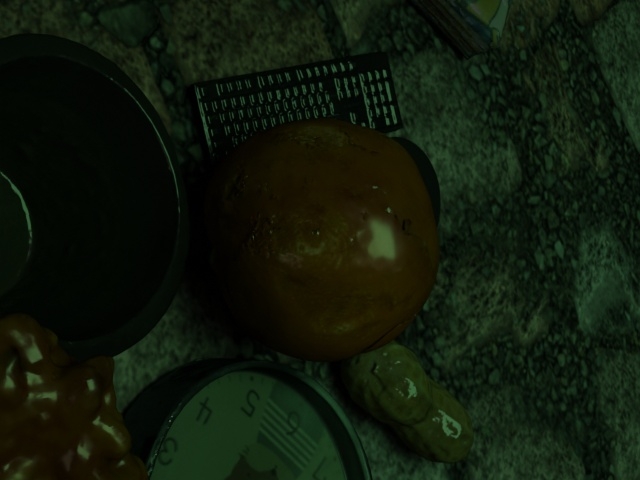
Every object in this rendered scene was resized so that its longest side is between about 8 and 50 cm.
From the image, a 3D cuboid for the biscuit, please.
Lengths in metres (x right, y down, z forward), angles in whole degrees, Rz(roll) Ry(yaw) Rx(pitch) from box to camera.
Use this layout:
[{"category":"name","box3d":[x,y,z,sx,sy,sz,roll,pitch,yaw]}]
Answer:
[{"category":"biscuit","box3d":[-0.276,0.218,1.092,0.312,0.110,0.318,-17,107,-12]}]

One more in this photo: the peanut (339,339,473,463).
[{"category":"peanut","box3d":[0.098,0.174,1.600,0.193,0.089,0.089,41,54,-30]}]

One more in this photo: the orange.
[{"category":"orange","box3d":[0.000,0.000,1.434,0.240,0.240,0.240,12,73,-44]}]

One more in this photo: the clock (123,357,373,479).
[{"category":"clock","box3d":[-0.071,0.270,1.423,0.325,0.067,0.325,13,72,-45]}]

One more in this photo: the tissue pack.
[{"category":"tissue pack","box3d":[0.165,-0.312,1.795,0.155,0.065,0.115,40,54,-34]}]

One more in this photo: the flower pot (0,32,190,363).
[{"category":"flower pot","box3d":[-0.255,-0.020,1.225,0.269,0.166,0.269,15,68,-42]}]

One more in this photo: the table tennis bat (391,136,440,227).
[{"category":"table tennis bat","box3d":[0.082,-0.018,1.678,0.130,0.019,0.220,38,54,-33]}]

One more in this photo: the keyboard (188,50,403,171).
[{"category":"keyboard","box3d":[-0.019,-0.145,1.601,0.310,0.018,0.100,-16,94,-47]}]
